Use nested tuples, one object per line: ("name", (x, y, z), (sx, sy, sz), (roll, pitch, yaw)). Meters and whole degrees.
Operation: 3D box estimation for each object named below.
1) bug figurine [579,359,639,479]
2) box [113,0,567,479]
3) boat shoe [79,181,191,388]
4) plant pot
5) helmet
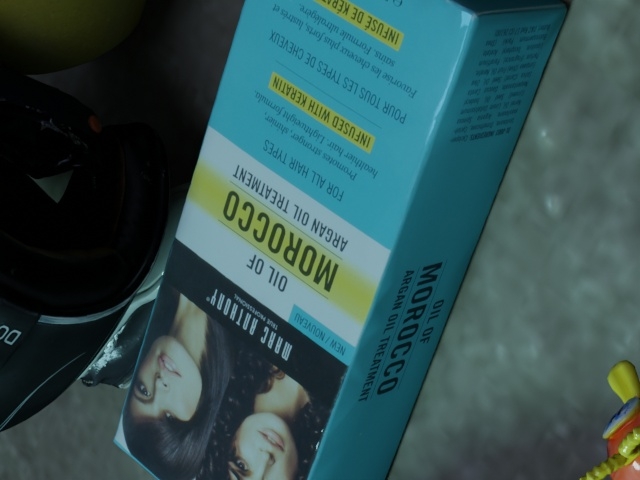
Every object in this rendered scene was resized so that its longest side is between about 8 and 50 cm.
("bug figurine", (0.203, 0.056, 0.495), (0.216, 0.072, 0.279), (49, 126, 22))
("box", (0.000, 0.000, 0.665), (0.100, 0.060, 0.244), (35, 120, 30))
("boat shoe", (-0.071, 0.023, 0.748), (0.125, 0.038, 0.046), (-50, 36, 32))
("plant pot", (-0.119, -0.126, 0.711), (0.134, 0.134, 0.095), (16, 138, 37))
("helmet", (-0.157, 0.000, 0.706), (0.161, 0.169, 0.169), (-30, 80, 41))
